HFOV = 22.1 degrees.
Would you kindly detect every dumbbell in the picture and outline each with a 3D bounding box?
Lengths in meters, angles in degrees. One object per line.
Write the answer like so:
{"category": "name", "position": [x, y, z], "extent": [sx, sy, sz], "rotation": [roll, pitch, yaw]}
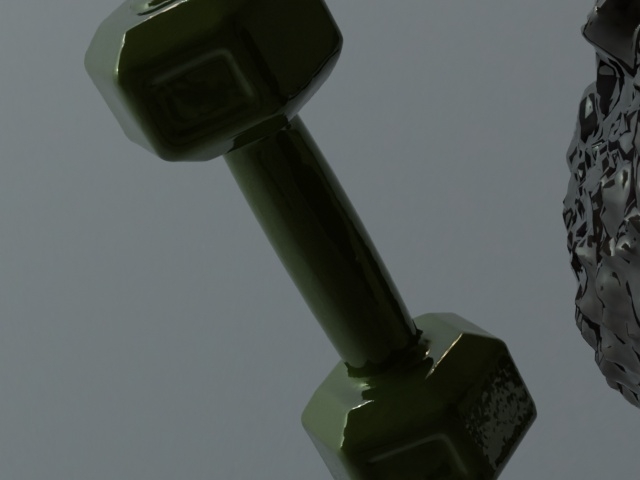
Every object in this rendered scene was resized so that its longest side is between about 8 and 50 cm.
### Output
{"category": "dumbbell", "position": [0.000, 0.000, 0.816], "extent": [0.121, 0.108, 0.302], "rotation": [-24, -67, 15]}

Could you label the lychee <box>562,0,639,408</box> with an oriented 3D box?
{"category": "lychee", "position": [0.230, -0.027, 0.639], "extent": [0.300, 0.300, 0.300], "rotation": [2, -110, -6]}
